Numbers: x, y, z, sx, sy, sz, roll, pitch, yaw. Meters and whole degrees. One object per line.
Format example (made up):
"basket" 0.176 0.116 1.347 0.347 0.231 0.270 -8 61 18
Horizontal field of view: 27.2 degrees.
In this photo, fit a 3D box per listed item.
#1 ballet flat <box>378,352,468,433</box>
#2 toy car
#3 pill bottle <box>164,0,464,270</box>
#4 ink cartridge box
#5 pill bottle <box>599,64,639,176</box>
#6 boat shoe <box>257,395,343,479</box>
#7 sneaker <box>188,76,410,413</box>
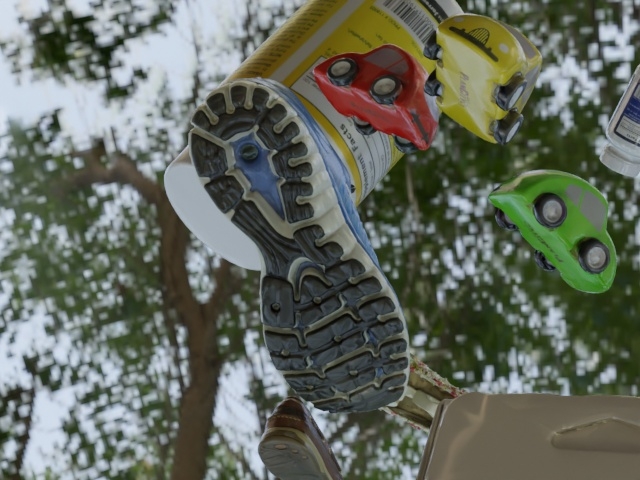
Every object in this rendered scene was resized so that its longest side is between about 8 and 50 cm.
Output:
"ballet flat" 0.122 0.197 1.698 0.241 0.091 0.077 24 -177 -5
"toy car" 0.119 -0.057 0.858 0.053 0.225 0.239 -49 -165 -14
"pill bottle" -0.002 -0.130 1.370 0.188 0.188 0.334 18 -126 39
"ink cartridge box" 0.182 0.219 0.745 0.201 0.278 0.117 -2 -137 25
"pill bottle" 0.370 -0.137 1.523 0.067 0.120 0.067 19 -156 -9
"boat shoe" -0.007 0.213 1.233 0.064 0.178 0.060 -2 -133 18
"sneaker" 0.000 0.000 1.175 0.130 0.330 0.147 -16 -164 18
